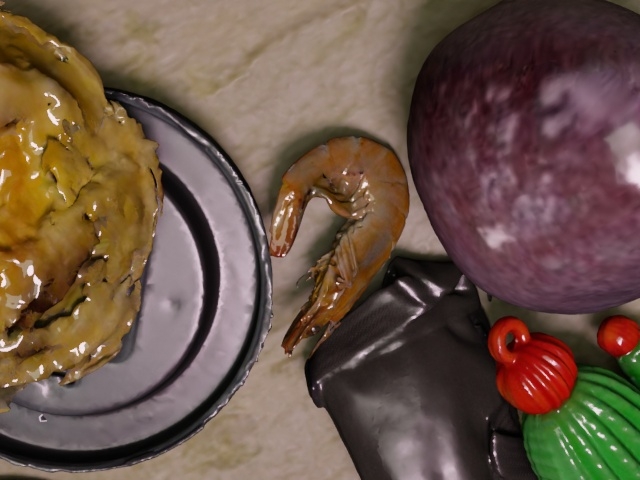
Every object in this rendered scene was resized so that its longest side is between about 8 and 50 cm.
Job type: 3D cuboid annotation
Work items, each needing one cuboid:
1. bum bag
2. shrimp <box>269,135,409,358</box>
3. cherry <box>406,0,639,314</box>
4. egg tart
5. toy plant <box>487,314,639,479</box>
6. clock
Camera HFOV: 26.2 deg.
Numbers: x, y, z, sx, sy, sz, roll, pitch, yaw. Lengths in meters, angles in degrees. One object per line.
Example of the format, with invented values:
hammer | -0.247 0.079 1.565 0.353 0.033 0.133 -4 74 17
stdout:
bum bag | 0.088 0.172 0.985 0.142 0.080 0.326 -19 89 -4
shrimp | 0.004 0.001 0.948 0.095 0.045 0.162 38 77 -35
cherry | 0.157 -0.055 0.883 0.183 0.266 0.213 -43 102 -29
egg tart | -0.245 -0.015 0.873 0.297 0.132 0.297 -1 98 -6
toy plant | 0.202 0.136 0.960 0.155 0.088 0.240 -27 107 -30
clock | -0.171 0.026 0.969 0.281 0.055 0.280 0 102 -1
